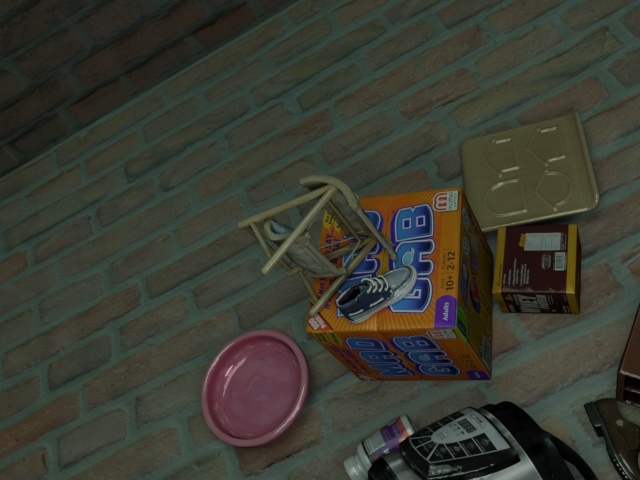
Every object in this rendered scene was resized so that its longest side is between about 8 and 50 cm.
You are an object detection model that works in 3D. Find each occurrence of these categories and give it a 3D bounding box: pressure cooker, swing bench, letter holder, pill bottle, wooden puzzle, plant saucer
[{"bbox_3d":[0.347,0.535,1.427,0.420,0.375,0.370,-23,64,-8],"label":"pressure cooker"},{"bbox_3d":[0.000,0.000,1.553,0.254,0.253,0.165,-36,51,4],"label":"swing bench"},{"bbox_3d":[0.795,0.223,1.520,0.214,0.152,0.302,15,61,30],"label":"letter holder"},{"bbox_3d":[0.157,0.520,1.705,0.193,0.108,0.108,-35,52,4],"label":"pill bottle"},{"bbox_3d":[0.573,-0.176,1.945,0.347,0.080,0.322,-15,56,23],"label":"wooden puzzle"},{"bbox_3d":[-0.173,0.414,1.947,0.332,0.084,0.332,-13,57,20],"label":"plant saucer"}]

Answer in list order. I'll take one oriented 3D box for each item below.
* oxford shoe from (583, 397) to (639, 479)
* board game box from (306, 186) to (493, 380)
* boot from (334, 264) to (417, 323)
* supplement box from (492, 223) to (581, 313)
[{"bbox_3d":[0.666,0.443,1.518,0.096,0.083,0.227,-23,54,10],"label":"oxford shoe"},{"bbox_3d":[0.218,0.125,1.754,0.356,0.356,0.356,-5,59,25],"label":"board game box"},{"bbox_3d":[0.123,0.107,1.530,0.190,0.086,0.069,-39,52,2],"label":"boot"},{"bbox_3d":[0.550,0.074,1.766,0.194,0.129,0.191,-1,61,26],"label":"supplement box"}]
